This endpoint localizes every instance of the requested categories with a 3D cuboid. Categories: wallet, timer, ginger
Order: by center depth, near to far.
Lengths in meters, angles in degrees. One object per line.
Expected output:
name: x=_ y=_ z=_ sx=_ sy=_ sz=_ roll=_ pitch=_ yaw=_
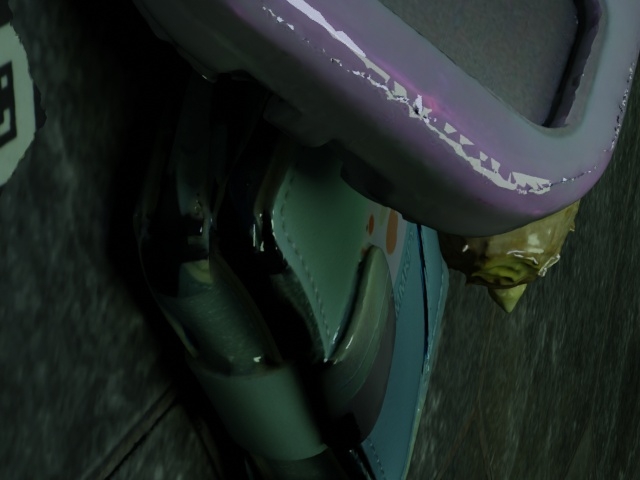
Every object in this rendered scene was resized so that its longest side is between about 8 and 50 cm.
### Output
timer: x=0.025 y=-0.111 z=0.593 sx=0.208 sy=0.069 sz=0.190 roll=37 pitch=52 yaw=-23
wallet: x=0.000 y=0.000 z=0.711 sx=0.250 sy=0.075 sz=0.176 roll=71 pitch=29 yaw=-53
ginger: x=0.096 y=-0.057 z=0.936 sx=0.157 sy=0.102 sz=0.216 roll=-99 pitch=-174 yaw=-67

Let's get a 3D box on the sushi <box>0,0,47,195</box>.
sushi: x=-0.123 y=-0.042 z=0.356 sx=0.290 sy=0.050 sz=0.264 roll=77 pitch=28 yaw=-47
